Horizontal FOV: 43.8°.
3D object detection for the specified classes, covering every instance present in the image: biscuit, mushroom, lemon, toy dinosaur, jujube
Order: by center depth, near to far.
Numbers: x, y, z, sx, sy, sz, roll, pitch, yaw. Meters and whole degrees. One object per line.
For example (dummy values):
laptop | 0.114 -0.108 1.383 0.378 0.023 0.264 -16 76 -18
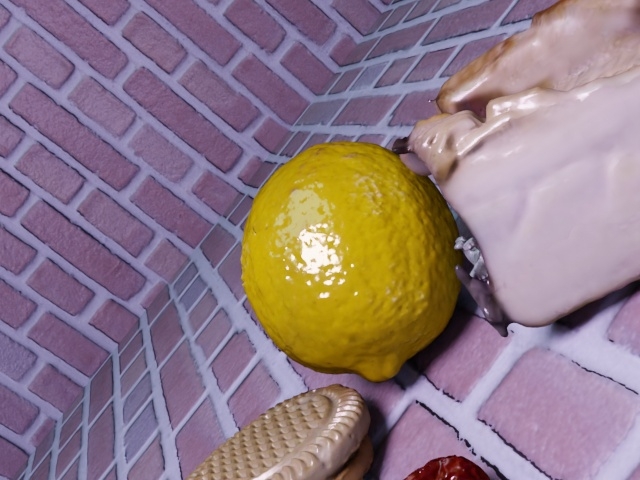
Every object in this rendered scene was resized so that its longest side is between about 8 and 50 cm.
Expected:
jujube | 0.089 0.236 0.668 0.129 0.077 0.077 -41 16 -4
mushroom | 0.296 -0.137 0.737 0.397 0.224 0.313 -35 8 29
toy dinosaur | 0.187 0.010 0.864 0.039 0.082 0.209 -36 8 32
biscuit | -0.053 0.254 0.868 0.259 0.079 0.259 -30 7 4
lemon | 0.035 0.013 0.921 0.253 0.254 0.310 -37 52 39

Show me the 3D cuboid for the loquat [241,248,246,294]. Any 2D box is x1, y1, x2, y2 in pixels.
loquat | 0.000 0.000 1.143 0.246 0.213 0.213 -62 16 6
